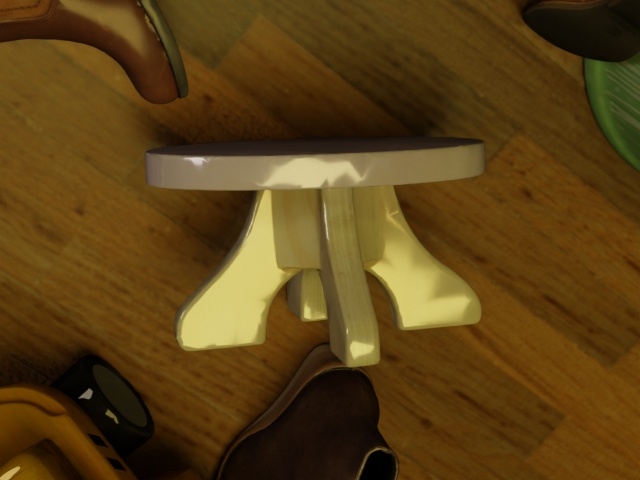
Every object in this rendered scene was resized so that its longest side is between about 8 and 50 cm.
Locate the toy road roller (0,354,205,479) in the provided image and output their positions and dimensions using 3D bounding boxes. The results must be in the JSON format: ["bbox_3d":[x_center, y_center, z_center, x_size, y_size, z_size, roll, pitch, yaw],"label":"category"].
[{"bbox_3d":[-0.203,0.271,1.255,0.202,0.240,0.329,-39,88,7],"label":"toy road roller"}]

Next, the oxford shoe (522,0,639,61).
[{"bbox_3d":[0.240,-0.194,1.212,0.076,0.212,0.076,34,76,-22],"label":"oxford shoe"}]

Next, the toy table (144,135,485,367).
[{"bbox_3d":[0.000,0.000,1.232,0.274,0.252,0.160,-2,98,0],"label":"toy table"}]

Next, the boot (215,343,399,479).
[{"bbox_3d":[-0.020,0.228,1.332,0.090,0.207,0.248,20,109,-20],"label":"boot"}]

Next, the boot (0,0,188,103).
[{"bbox_3d":[-0.271,-0.141,1.143,0.280,0.096,0.264,-40,115,-5],"label":"boot"}]

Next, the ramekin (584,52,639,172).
[{"bbox_3d":[0.391,-0.152,1.278,0.303,0.148,0.303,-5,115,-10],"label":"ramekin"}]
